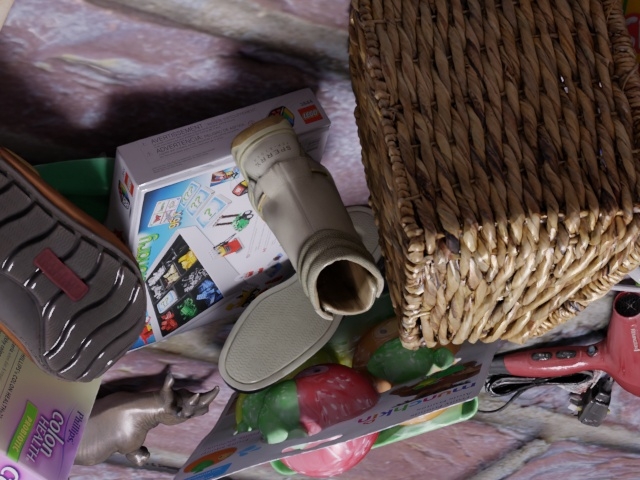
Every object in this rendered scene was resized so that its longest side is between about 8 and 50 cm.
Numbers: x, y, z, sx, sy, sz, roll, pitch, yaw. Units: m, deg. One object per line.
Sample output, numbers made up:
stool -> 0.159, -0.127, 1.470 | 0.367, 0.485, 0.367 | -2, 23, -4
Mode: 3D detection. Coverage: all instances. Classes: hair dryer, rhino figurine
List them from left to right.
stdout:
rhino figurine -> -0.223, 0.207, 2.223 | 0.243, 0.073, 0.106 | -20, 151, 12
hair dryer -> 0.305, 0.148, 2.282 | 0.223, 0.080, 0.293 | 7, 145, -26

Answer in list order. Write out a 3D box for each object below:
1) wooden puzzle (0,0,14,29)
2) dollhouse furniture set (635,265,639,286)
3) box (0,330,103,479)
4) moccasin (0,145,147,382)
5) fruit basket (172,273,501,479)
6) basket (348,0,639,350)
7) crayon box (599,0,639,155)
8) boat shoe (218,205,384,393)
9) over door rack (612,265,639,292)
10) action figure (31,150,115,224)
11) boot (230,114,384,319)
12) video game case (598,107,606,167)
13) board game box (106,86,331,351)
wooden puzzle -> -0.381, -0.197, 1.499 | 0.322, 0.080, 0.348 | 6, 145, -27
dollhouse furniture set -> 0.392, 0.040, 2.151 | 0.076, 0.058, 0.152 | -28, 145, 27
box -> -0.337, 0.122, 1.824 | 0.243, 0.213, 0.117 | 35, 126, -18
moccasin -> -0.269, 0.007, 1.709 | 0.139, 0.147, 0.380 | -48, 145, -1
fruit basket -> 0.019, 0.146, 1.985 | 0.327, 0.165, 0.353 | -19, -178, 14
basket -> 0.152, -0.068, 1.662 | 0.223, 0.299, 0.213 | -9, 148, -4
crayon box -> 0.339, -0.124, 1.611 | 0.202, 0.318, 0.081 | -27, 146, 24
boat shoe -> -0.012, 0.070, 1.950 | 0.233, 0.084, 0.079 | -48, 165, -25
over door rack -> 0.322, -0.046, 1.868 | 0.324, 0.108, 0.239 | -6, 141, -51
action figure -> -0.307, -0.038, 1.794 | 0.232, 0.063, 0.137 | -5, 147, -21
boot -> 0.000, 0.000, 1.741 | 0.077, 0.165, 0.213 | -31, 154, 1
video game case -> 0.186, -0.047, 1.960 | 0.210, 0.042, 0.232 | -5, 149, -13
board game box -> -0.107, -0.011, 1.867 | 0.193, 0.053, 0.305 | -19, 153, -22
